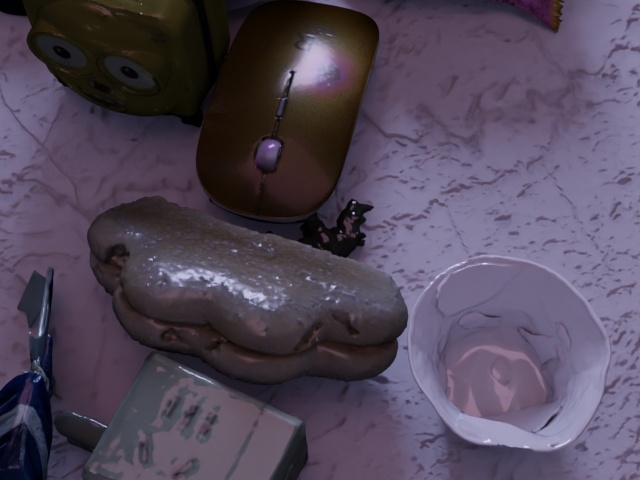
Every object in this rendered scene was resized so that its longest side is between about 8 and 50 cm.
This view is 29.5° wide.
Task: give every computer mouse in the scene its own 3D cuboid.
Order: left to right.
[{"bbox_3d":[-0.031,-0.156,1.320,0.158,0.072,0.310,12,56,8],"label":"computer mouse"}]

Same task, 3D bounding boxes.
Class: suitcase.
[{"bbox_3d":[-0.205,-0.224,1.289,0.194,0.235,0.143,20,68,10],"label":"suitcase"}]

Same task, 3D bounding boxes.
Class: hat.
[{"bbox_3d":[0.176,0.126,1.182,0.203,0.126,0.203,-1,66,2],"label":"hat"}]

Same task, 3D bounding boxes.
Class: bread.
[{"bbox_3d":[-0.088,0.056,1.187,0.337,0.183,0.102,18,112,12],"label":"bread"}]

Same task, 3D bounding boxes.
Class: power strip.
[{"bbox_3d":[-0.139,0.200,1.151,0.224,0.139,0.140,24,70,12],"label":"power strip"}]

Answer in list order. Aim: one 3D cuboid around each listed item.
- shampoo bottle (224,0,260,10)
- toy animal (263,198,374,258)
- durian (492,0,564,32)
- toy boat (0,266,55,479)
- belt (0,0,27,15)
[{"bbox_3d":[-0.135,-0.415,1.350,0.273,0.266,0.273,-5,67,11],"label":"shampoo bottle"},{"bbox_3d":[0.000,0.000,1.288,0.136,0.047,0.065,-30,74,-13],"label":"toy animal"},{"bbox_3d":[0.161,-0.369,1.375,0.260,0.153,0.186,4,47,-20],"label":"durian"},{"bbox_3d":[-0.282,0.140,1.150,0.070,0.210,0.291,14,64,-17],"label":"toy boat"},{"bbox_3d":[-0.370,-0.361,1.442,0.198,0.078,0.151,39,74,18],"label":"belt"}]
